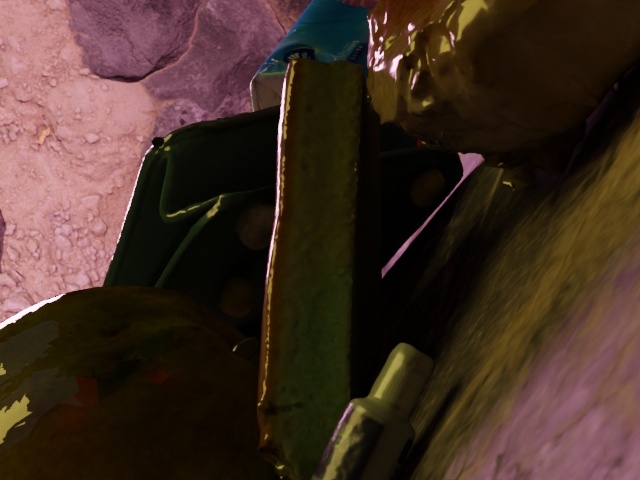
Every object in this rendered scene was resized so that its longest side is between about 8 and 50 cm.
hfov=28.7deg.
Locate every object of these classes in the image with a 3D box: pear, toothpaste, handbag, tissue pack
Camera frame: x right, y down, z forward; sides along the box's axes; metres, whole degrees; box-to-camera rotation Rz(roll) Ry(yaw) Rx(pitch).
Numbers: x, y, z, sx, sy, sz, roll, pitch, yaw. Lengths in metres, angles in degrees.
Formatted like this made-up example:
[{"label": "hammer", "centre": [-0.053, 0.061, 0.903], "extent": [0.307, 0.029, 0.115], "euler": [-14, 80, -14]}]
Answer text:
[{"label": "pear", "centre": [-0.160, 0.171, 0.824], "extent": [0.321, 0.269, 0.269], "euler": [-41, 7, 10]}, {"label": "toothpaste", "centre": [-0.002, 0.148, 0.592], "extent": [0.216, 0.037, 0.062], "euler": [-63, 5, -9]}, {"label": "handbag", "centre": [-0.035, 0.012, 0.983], "extent": [0.268, 0.100, 0.274], "euler": [-16, -32, -43]}, {"label": "tissue pack", "centre": [0.025, -0.179, 1.557], "extent": [0.263, 0.146, 0.198], "euler": [-64, -30, -52]}]

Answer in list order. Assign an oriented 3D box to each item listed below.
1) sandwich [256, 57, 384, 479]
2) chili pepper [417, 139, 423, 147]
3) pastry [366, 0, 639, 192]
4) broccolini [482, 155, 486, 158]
[{"label": "sandwich", "centre": [0.000, 0.000, 0.737], "extent": [0.245, 0.063, 0.212], "euler": [-71, -21, -74]}, {"label": "chili pepper", "centre": [0.068, -0.061, 1.224], "extent": [0.071, 0.063, 0.272], "euler": [-38, 12, 37]}, {"label": "pastry", "centre": [0.126, -0.154, 0.690], "extent": [0.257, 0.120, 0.236], "euler": [-58, 18, -2]}, {"label": "broccolini", "centre": [0.146, -0.098, 0.850], "extent": [0.140, 0.030, 0.035], "euler": [121, 143, -47]}]
